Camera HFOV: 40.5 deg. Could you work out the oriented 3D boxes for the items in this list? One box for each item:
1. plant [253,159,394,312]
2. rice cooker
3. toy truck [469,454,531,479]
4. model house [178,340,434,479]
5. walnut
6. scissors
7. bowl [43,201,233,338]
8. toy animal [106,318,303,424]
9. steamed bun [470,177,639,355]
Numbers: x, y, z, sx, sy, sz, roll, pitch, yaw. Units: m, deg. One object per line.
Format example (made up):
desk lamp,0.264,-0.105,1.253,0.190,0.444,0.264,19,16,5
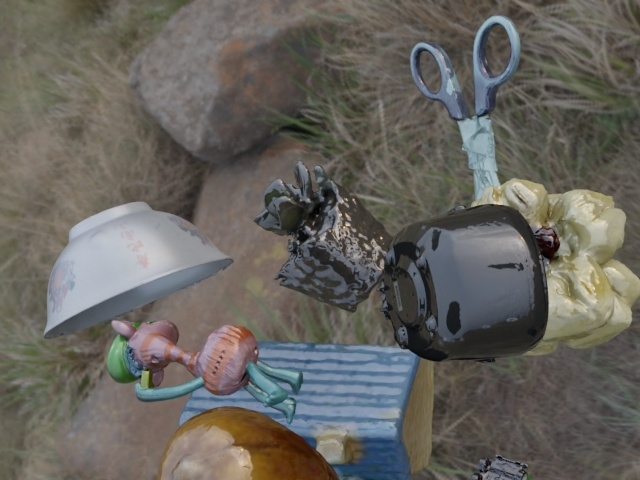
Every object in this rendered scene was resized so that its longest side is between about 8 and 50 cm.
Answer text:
plant,0.000,0.000,1.665,0.276,0.188,0.199,39,142,2
rice cooker,0.125,0.040,0.768,0.203,0.118,0.142,140,120,-76
toy truck,0.350,0.548,1.769,0.101,0.125,0.242,13,45,32
model house,-0.026,0.330,1.185,0.334,0.342,0.382,0,85,16
walnut,-0.034,0.183,0.600,0.116,0.207,0.116,-19,50,24
scissors,0.253,-0.151,1.400,0.256,0.029,0.383,1,105,59
bowl,-0.337,0.032,1.492,0.345,0.345,0.157,-26,86,32
toy animal,-0.122,0.131,0.859,0.208,0.103,0.100,13,132,19
steamed bun,0.233,0.029,0.889,0.192,0.106,0.177,5,82,17
